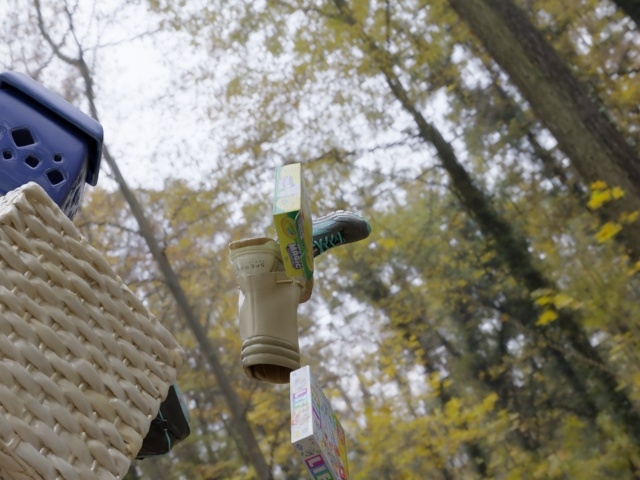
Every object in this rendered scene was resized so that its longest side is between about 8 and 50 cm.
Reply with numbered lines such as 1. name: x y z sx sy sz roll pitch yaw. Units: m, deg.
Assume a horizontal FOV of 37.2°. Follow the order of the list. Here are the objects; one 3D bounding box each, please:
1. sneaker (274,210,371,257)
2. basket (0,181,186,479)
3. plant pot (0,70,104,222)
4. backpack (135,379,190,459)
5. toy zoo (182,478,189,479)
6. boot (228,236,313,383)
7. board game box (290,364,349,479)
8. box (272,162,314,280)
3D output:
1. sneaker: 0.000 0.000 1.528 0.166 0.076 0.065 -6 -46 21
2. basket: -0.387 0.156 1.111 0.266 0.331 0.328 -25 24 28
3. plant pot: -0.497 -0.132 1.605 0.212 0.236 0.236 -58 2 -26
4. backpack: -0.340 0.309 1.715 0.188 0.165 0.144 -19 6 17
5. toy zoo: -0.148 0.457 1.157 0.030 0.293 0.192 2 -23 29
6. boot: -0.065 0.122 1.463 0.095 0.203 0.262 -11 -19 10
7. board game box: -0.001 0.224 1.090 0.026 0.103 0.154 -24 20 7
8. box: -0.037 -0.025 1.343 0.043 0.179 0.105 -11 -62 2
